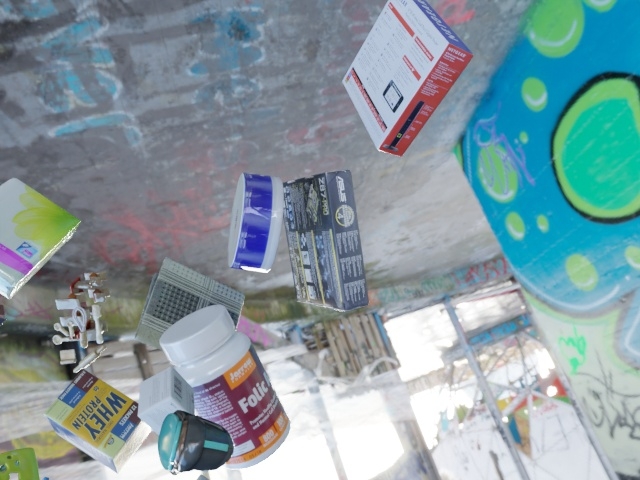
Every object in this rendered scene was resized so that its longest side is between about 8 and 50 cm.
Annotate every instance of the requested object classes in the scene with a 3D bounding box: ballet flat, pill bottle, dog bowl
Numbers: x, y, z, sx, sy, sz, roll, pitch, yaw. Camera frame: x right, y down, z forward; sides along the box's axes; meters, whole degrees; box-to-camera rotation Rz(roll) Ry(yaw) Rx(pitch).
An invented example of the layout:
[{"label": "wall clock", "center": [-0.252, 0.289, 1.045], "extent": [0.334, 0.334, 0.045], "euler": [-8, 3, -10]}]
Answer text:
[{"label": "ballet flat", "center": [-0.191, 0.316, 0.789], "extent": [0.096, 0.096, 0.280], "euler": [14, 161, -17]}, {"label": "pill bottle", "center": [-0.253, 0.385, 1.378], "extent": [0.223, 0.393, 0.224], "euler": [-23, -165, 7]}, {"label": "dog bowl", "center": [-0.180, -0.049, 1.399], "extent": [0.104, 0.265, 0.265], "euler": [8, 151, -15]}]

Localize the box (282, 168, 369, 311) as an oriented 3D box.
[{"label": "box", "center": [0.000, 0.000, 1.561], "extent": [0.097, 0.396, 0.318], "euler": [-11, -176, -27]}]

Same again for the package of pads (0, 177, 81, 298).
[{"label": "package of pads", "center": [-0.851, -0.017, 1.413], "extent": [0.229, 0.297, 0.101], "euler": [37, 127, -13]}]

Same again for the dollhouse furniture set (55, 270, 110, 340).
[{"label": "dollhouse furniture set", "center": [-0.969, 0.279, 2.092], "extent": [0.134, 0.259, 0.262], "euler": [-3, -159, 1]}]

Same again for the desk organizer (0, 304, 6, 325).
[{"label": "desk organizer", "center": [-0.861, 0.219, 1.310], "extent": [0.130, 0.050, 0.047], "euler": [-45, 143, 11]}]

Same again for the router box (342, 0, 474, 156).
[{"label": "router box", "center": [0.203, -0.436, 1.318], "extent": [0.082, 0.336, 0.301], "euler": [11, 132, -30]}]

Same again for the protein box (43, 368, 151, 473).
[{"label": "protein box", "center": [-0.564, 0.470, 1.326], "extent": [0.136, 0.201, 0.200], "euler": [-56, 173, -37]}]

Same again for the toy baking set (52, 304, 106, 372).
[{"label": "toy baking set", "center": [-0.865, 0.351, 1.851], "extent": [0.256, 0.197, 0.030], "euler": [-34, 179, 12]}]

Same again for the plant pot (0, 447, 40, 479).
[{"label": "plant pot", "center": [-0.906, 0.703, 1.360], "extent": [0.227, 0.228, 0.207], "euler": [-33, 151, 11]}]

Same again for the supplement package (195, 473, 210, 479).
[{"label": "supplement package", "center": [-0.153, 0.566, 0.829], "extent": [0.198, 0.262, 0.199], "euler": [-52, -174, -11]}]

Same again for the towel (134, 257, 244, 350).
[{"label": "towel", "center": [-0.421, 0.244, 1.686], "extent": [0.324, 0.313, 0.056], "euler": [31, 138, -25]}]

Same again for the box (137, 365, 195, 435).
[{"label": "box", "center": [-0.342, 0.362, 1.151], "extent": [0.087, 0.101, 0.102], "euler": [-28, 123, 1]}]

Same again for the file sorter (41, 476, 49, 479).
[{"label": "file sorter", "center": [-0.597, 0.644, 1.144], "extent": [0.118, 0.170, 0.104], "euler": [-49, 131, -1]}]
